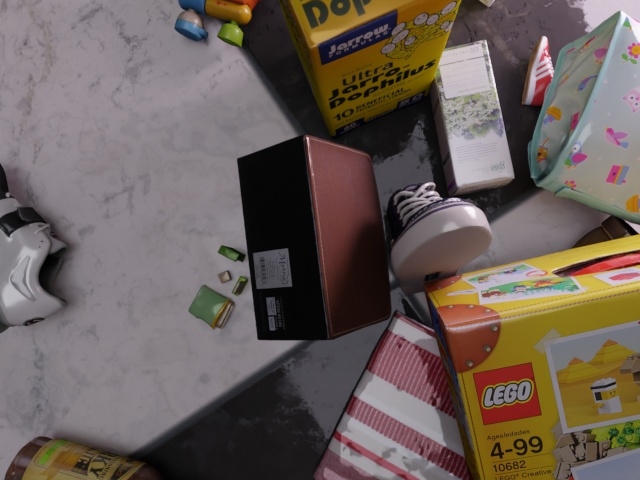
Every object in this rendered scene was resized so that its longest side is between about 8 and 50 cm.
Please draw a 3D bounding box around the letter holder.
[{"bbox_3d":[0.000,0.000,0.764,0.151,0.214,0.302,-10,86,37],"label":"letter holder"}]

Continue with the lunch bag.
[{"bbox_3d":[0.464,-0.167,0.692,0.223,0.160,0.263,20,86,-8],"label":"lunch bag"}]

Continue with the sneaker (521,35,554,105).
[{"bbox_3d":[0.401,-0.294,0.781,0.066,0.042,0.119,11,95,10],"label":"sneaker"}]

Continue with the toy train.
[{"bbox_3d":[-0.145,-0.425,0.818,0.247,0.105,0.144,19,99,6],"label":"toy train"}]

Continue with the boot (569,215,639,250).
[{"bbox_3d":[0.544,0.097,0.733,0.305,0.112,0.115,43,122,2],"label":"boot"}]

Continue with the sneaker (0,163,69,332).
[{"bbox_3d":[-0.555,-0.007,0.834,0.146,0.122,0.331,-14,84,-13],"label":"sneaker"}]

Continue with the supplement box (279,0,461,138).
[{"bbox_3d":[0.057,-0.320,0.659,0.194,0.356,0.196,-23,84,4],"label":"supplement box"}]

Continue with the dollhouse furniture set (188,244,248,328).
[{"bbox_3d":[-0.186,0.087,0.808,0.076,0.058,0.152,27,89,7],"label":"dollhouse furniture set"}]

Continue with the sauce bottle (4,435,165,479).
[{"bbox_3d":[-0.364,0.439,0.782,0.343,0.111,0.112,12,88,4],"label":"sauce bottle"}]

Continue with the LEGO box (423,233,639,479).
[{"bbox_3d":[0.431,0.197,0.586,0.499,0.193,0.373,-14,99,7],"label":"LEGO box"}]

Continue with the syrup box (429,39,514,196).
[{"bbox_3d":[0.251,-0.202,0.763,0.093,0.096,0.237,-10,86,7],"label":"syrup box"}]

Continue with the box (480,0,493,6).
[{"bbox_3d":[0.298,-0.498,0.780,0.101,0.087,0.102,38,92,7],"label":"box"}]

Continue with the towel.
[{"bbox_3d":[0.163,0.323,0.773,0.236,0.037,0.329,27,88,9],"label":"towel"}]

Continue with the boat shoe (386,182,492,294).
[{"bbox_3d":[0.146,-0.026,0.652,0.127,0.340,0.158,-13,72,1],"label":"boat shoe"}]
